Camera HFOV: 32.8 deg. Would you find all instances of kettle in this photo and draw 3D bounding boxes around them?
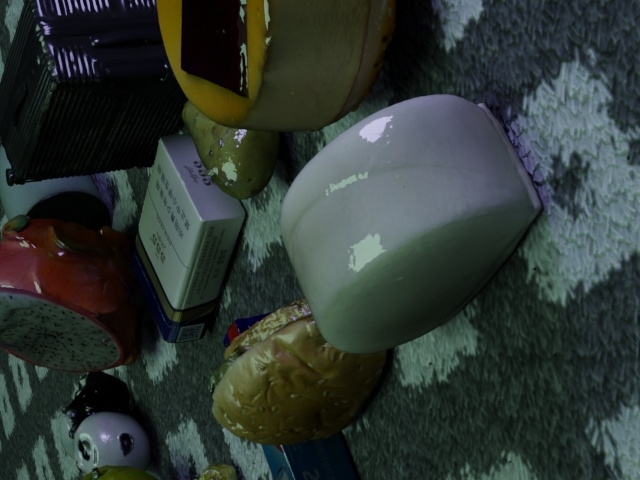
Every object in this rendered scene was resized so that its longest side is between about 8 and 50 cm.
[{"bbox_3d":[-0.474,-0.071,1.926,0.236,0.161,0.221,53,172,41],"label":"kettle"}]

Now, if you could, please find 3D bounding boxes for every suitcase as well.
[{"bbox_3d":[-0.308,-0.212,1.480,0.335,0.229,0.152,-42,62,58],"label":"suitcase"}]

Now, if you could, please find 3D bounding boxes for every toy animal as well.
[{"bbox_3d":[-0.369,0.338,1.859,0.179,0.138,0.166,49,155,51],"label":"toy animal"}]

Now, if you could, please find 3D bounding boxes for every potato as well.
[{"bbox_3d":[-0.105,-0.123,1.294,0.105,0.085,0.188,-49,45,5],"label":"potato"}]

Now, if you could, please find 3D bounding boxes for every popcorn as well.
[{"bbox_3d":[-0.143,0.350,1.538,0.059,0.068,0.083,44,164,21],"label":"popcorn"}]

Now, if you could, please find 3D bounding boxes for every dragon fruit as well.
[{"bbox_3d":[-0.414,0.072,1.749,0.290,0.290,0.189,130,155,-55],"label":"dragon fruit"}]

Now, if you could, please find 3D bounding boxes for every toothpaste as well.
[{"bbox_3d":[-0.022,0.235,1.260,0.320,0.076,0.066,67,152,24],"label":"toothpaste"}]

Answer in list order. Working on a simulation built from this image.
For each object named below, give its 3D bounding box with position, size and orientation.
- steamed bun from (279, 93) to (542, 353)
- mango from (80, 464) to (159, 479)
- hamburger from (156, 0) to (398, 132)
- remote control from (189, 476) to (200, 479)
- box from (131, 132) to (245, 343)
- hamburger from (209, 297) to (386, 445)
[{"bbox_3d":[0.060,-0.008,0.948,0.146,0.164,0.242,67,150,25],"label":"steamed bun"},{"bbox_3d":[-0.266,0.525,1.676,0.382,0.201,0.225,60,154,6],"label":"mango"},{"bbox_3d":[-0.036,-0.245,1.033,0.300,0.176,0.300,23,117,57],"label":"hamburger"},{"bbox_3d":[-0.157,0.475,1.633,0.063,0.025,0.245,-55,51,51],"label":"remote control"},{"bbox_3d":[-0.188,0.001,1.495,0.168,0.071,0.259,60,146,33],"label":"box"},{"bbox_3d":[-0.015,0.135,1.154,0.207,0.155,0.135,-42,66,49],"label":"hamburger"}]
